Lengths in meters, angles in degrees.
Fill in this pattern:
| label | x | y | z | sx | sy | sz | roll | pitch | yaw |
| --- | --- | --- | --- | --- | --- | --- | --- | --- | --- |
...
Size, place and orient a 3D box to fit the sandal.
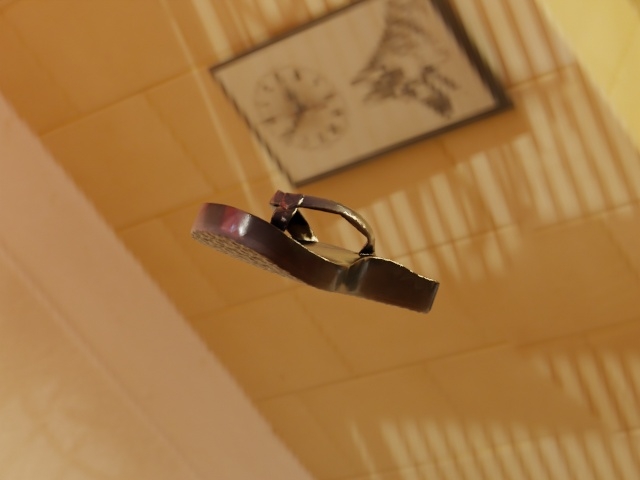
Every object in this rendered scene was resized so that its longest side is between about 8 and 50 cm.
| label | x | y | z | sx | sy | sz | roll | pitch | yaw |
| --- | --- | --- | --- | --- | --- | --- | --- | --- | --- |
| sandal | 0.000 | 0.000 | 1.033 | 0.254 | 0.097 | 0.054 | 16 | -87 | -63 |
